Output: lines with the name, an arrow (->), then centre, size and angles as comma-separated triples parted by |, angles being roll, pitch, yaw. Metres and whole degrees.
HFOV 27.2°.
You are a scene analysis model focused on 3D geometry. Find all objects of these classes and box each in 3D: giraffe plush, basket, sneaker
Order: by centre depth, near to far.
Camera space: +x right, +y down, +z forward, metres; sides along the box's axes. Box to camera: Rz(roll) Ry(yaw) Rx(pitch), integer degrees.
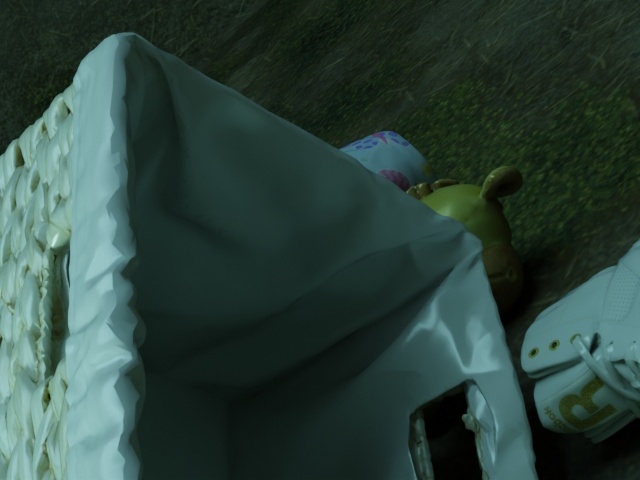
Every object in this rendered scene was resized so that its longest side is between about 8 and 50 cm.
sneaker -> 0.209, 0.081, 0.784 | 0.169, 0.108, 0.292 | -40, 10, 15
basket -> -0.072, 0.120, 0.788 | 0.266, 0.331, 0.328 | -35, 45, 30
giraffe plush -> 0.087, 0.024, 1.064 | 0.170, 0.210, 0.181 | -22, 10, -31

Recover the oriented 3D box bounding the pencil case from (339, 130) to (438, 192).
pencil case -> 0.000, 0.000, 1.212 | 0.113, 0.124, 0.273 | 9, 31, 37
